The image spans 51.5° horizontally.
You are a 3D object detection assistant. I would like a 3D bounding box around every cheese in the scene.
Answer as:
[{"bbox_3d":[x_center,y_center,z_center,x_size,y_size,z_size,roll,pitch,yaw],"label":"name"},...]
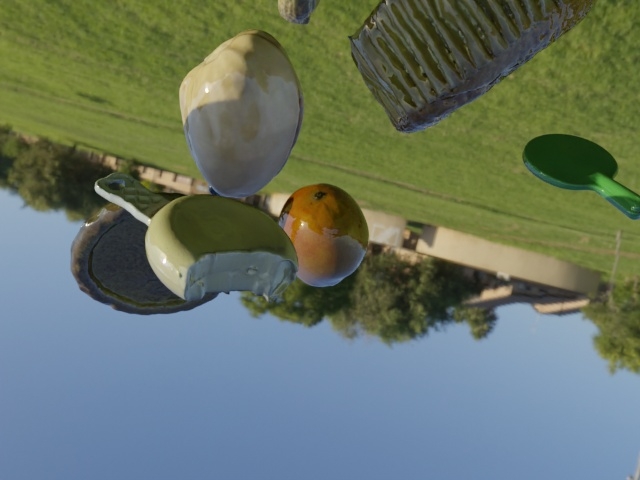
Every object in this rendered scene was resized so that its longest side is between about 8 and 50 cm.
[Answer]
[{"bbox_3d":[-0.147,-0.018,0.799,0.163,0.070,0.249,-17,-131,-38],"label":"cheese"}]

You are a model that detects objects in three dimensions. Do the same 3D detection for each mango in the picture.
[{"bbox_3d":[-0.002,-0.006,1.031,0.120,0.151,0.221,-27,173,-20],"label":"mango"}]

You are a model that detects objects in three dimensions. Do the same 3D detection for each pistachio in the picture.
[{"bbox_3d":[-0.134,-0.215,1.168,0.214,0.318,0.193,17,-136,12],"label":"pistachio"}]

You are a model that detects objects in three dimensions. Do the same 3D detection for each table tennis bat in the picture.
[{"bbox_3d":[0.466,-0.117,1.160,0.160,0.039,0.257,-18,-137,-19],"label":"table tennis bat"}]

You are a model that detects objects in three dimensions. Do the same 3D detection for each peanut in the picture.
[{"bbox_3d":[-0.039,-0.465,1.200,0.093,0.083,0.194,6,155,-9],"label":"peanut"}]

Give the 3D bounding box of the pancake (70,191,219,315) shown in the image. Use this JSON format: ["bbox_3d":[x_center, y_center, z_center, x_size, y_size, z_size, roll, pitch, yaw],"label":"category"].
[{"bbox_3d":[-0.245,0.032,1.042,0.286,0.288,0.033,13,-136,-33],"label":"pancake"}]

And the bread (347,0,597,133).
[{"bbox_3d":[0.161,-0.229,0.710,0.142,0.253,0.227,51,170,-4],"label":"bread"}]

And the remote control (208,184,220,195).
[{"bbox_3d":[-0.167,-0.137,1.396,0.043,0.152,0.027,58,-173,-30],"label":"remote control"}]
